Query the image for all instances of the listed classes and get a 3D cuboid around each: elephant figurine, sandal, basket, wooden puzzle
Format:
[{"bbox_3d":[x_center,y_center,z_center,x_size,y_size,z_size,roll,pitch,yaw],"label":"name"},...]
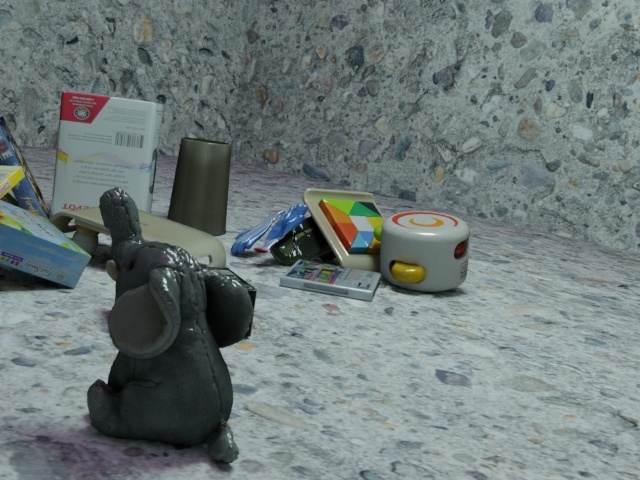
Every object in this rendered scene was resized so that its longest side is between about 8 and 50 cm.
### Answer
[{"bbox_3d":[-0.161,0.080,0.896,0.186,0.239,0.169,8,9,-5],"label":"elephant figurine"},{"bbox_3d":[-0.002,-0.001,1.991,0.303,0.086,0.120,-12,59,-37],"label":"sandal"},{"bbox_3d":[-0.302,-0.140,2.174,0.154,0.226,0.204,7,10,-9],"label":"basket"},{"bbox_3d":[0.092,-0.026,1.974,0.221,0.044,0.238,2,49,-38],"label":"wooden puzzle"}]

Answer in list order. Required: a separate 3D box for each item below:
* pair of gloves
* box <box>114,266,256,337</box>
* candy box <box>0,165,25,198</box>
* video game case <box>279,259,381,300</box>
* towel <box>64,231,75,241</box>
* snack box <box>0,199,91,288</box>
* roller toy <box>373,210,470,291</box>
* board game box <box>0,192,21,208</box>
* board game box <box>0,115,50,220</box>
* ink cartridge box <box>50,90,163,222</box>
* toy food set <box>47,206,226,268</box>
[{"bbox_3d":[-0.118,-0.024,1.901,0.159,0.023,0.198,-45,24,-28],"label":"pair of gloves"},{"bbox_3d":[-0.208,0.089,1.308,0.180,0.077,0.147,4,10,-26],"label":"box"},{"bbox_3d":[-0.567,-0.063,1.356,0.105,0.027,0.206,2,33,17],"label":"candy box"},{"bbox_3d":[0.025,0.079,1.755,0.184,0.023,0.201,10,10,8],"label":"video game case"},{"bbox_3d":[-0.537,-0.001,1.769,0.113,0.023,0.152,11,7,3],"label":"towel"},{"bbox_3d":[-0.511,-0.008,1.441,0.174,0.070,0.207,27,2,-44],"label":"snack box"},{"bbox_3d":[0.226,0.028,1.859,0.191,0.146,0.209,-3,18,-13],"label":"roller toy"},{"bbox_3d":[-0.845,-0.141,1.911,0.317,0.046,0.213,12,-27,24],"label":"board game box"},{"bbox_3d":[-0.679,-0.155,1.923,0.042,0.243,0.165,-25,18,-10],"label":"board game box"},{"bbox_3d":[-0.511,-0.194,2.068,0.226,0.306,0.131,8,8,-2],"label":"ink cartridge box"},{"bbox_3d":[-0.359,0.010,1.696,0.306,0.092,0.220,19,11,14],"label":"toy food set"}]
